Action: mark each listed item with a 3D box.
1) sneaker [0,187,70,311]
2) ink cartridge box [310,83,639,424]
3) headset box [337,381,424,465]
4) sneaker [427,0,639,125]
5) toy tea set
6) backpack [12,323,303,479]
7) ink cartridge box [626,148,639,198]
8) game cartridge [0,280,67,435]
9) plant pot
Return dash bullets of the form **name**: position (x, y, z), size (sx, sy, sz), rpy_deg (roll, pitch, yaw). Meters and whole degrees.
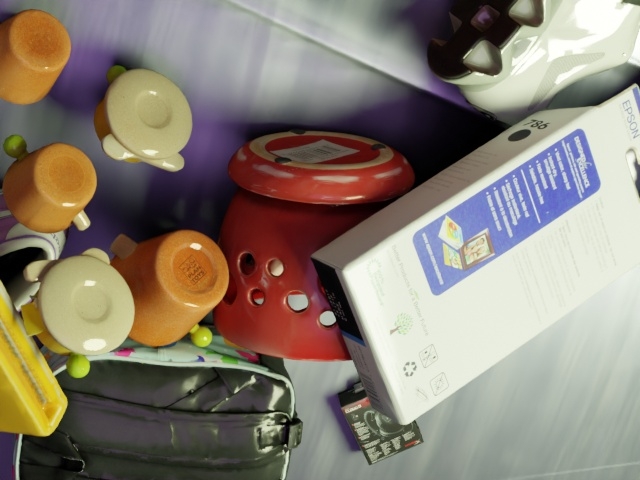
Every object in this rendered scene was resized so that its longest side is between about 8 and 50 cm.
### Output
- **sneaker**: position (-0.359, 0.049, 1.442), size (0.282, 0.161, 0.102), rpy_deg (-31, 114, 8)
- **ink cartridge box**: position (0.161, 0.004, 1.398), size (0.333, 0.065, 0.165), rpy_deg (-31, 115, -20)
- **headset box**: position (0.059, 0.176, 1.608), size (0.062, 0.032, 0.083), rpy_deg (-24, 112, 4)
- **sneaker**: position (0.253, -0.238, 1.426), size (0.330, 0.122, 0.146), rpy_deg (-46, 128, 11)
- **toy tea set**: position (-0.206, -0.042, 1.409), size (0.200, 0.124, 0.336), rpy_deg (-5, 75, -36)
- **backpack**: position (-0.163, 0.184, 1.500), size (0.254, 0.191, 0.225), rpy_deg (3, 107, -16)
- **ink cartridge box**: position (0.370, -0.082, 1.502), size (0.219, 0.092, 0.160), rpy_deg (-37, 110, 10)
- **game cartridge**: position (-0.407, 0.052, 1.355), size (0.324, 0.052, 0.285), rpy_deg (1, 134, 24)
- **plant pot**: position (0.000, 0.000, 1.445), size (0.191, 0.191, 0.174), rpy_deg (2, 109, -7)
